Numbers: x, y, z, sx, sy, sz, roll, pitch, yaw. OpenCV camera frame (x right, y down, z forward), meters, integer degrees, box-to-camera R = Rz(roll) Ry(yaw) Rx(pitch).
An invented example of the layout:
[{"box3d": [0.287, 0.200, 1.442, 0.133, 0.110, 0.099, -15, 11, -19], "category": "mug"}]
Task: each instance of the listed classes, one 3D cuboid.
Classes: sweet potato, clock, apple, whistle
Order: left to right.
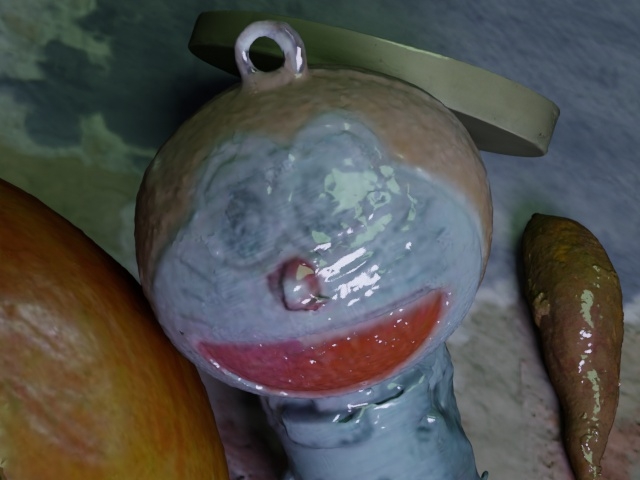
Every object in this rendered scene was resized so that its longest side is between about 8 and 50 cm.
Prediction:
[{"box3d": [-0.173, 0.069, 0.837, 0.179, 0.254, 0.346, -39, 77, 0], "category": "apple"}, {"box3d": [0.013, 0.055, 0.839, 0.189, 0.189, 0.347, -39, 123, -42], "category": "whistle"}, {"box3d": [0.033, -0.098, 1.024, 0.235, 0.235, 0.029, 17, 89, -19], "category": "clock"}, {"box3d": [0.172, 0.060, 1.084, 0.068, 0.068, 0.226, 10, 54, -24], "category": "sweet potato"}]
